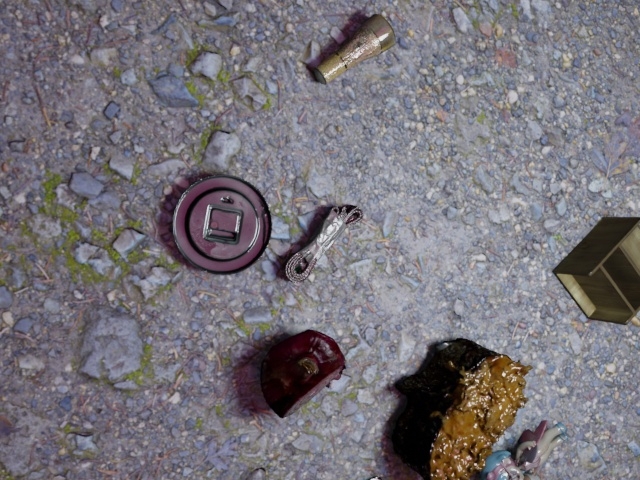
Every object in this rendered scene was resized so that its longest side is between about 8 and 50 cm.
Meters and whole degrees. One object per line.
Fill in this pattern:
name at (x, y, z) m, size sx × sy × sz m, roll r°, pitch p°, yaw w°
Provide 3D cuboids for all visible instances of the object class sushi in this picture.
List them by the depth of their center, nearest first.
sushi at (0.304, 0.388, 1.509) m, size 0.234 × 0.207 × 0.349 m, roll 33°, pitch 84°, yaw -23°

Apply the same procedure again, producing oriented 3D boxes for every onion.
onion at (-0.043, 0.268, 1.388) m, size 0.195 × 0.218 × 0.140 m, roll -29°, pitch 73°, yaw -9°

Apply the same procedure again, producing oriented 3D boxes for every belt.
belt at (0.000, 0.000, 1.478) m, size 0.071 × 0.053 × 0.232 m, roll 45°, pitch 79°, yaw -13°

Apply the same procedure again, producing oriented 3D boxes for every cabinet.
cabinet at (0.750, 0.072, 1.672) m, size 0.215 × 0.148 × 0.175 m, roll -43°, pitch 103°, yaw -13°

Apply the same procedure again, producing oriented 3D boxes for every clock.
clock at (-0.211, -0.034, 1.415) m, size 0.214 × 0.042 × 0.215 m, roll 0°, pitch 91°, yaw -17°

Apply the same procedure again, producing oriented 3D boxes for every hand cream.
hand cream at (0.072, -0.421, 1.485) m, size 0.203 × 0.084 × 0.084 m, roll -39°, pitch 102°, yaw -6°

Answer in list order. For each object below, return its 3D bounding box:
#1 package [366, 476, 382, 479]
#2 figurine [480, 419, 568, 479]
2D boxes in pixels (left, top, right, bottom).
package at (0.050, 0.655, 1.519) m, size 0.239 × 0.030 × 0.154 m, roll -14°, pitch 97°, yaw -13°
figurine at (0.507, 0.551, 1.643) m, size 0.260 × 0.103 × 0.205 m, roll -29°, pitch 136°, yaw -17°
